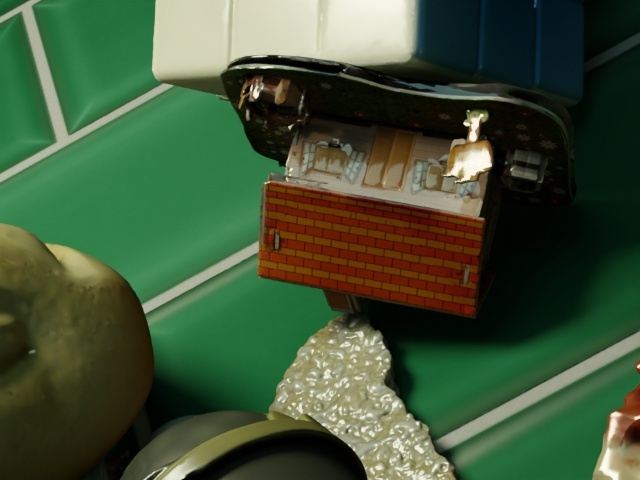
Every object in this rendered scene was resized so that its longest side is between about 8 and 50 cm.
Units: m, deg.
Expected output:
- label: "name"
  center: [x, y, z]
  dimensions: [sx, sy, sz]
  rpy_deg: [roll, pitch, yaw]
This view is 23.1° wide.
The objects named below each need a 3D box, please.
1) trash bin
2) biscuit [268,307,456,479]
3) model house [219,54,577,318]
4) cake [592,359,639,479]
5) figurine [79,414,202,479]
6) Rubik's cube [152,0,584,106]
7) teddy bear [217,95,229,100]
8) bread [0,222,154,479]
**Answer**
- label: "trash bin"
  center: [-0.029, 0.249, 1.087]
  dimensions: [0.214, 0.214, 0.334]
  rpy_deg: [-38, 45, -8]
- label: "biscuit"
  center: [0.019, 0.156, 1.286]
  dimensions: [0.133, 0.032, 0.250]
  rpy_deg: [-29, 39, 1]
- label: "model house"
  center: [0.053, -0.032, 1.299]
  dimensions: [0.294, 0.207, 0.154]
  rpy_deg: [10, 71, 13]
- label: "cake"
  center: [0.264, 0.262, 0.847]
  dimensions: [0.269, 0.270, 0.319]
  rpy_deg: [15, 59, 41]
- label: "figurine"
  center: [-0.133, 0.204, 1.293]
  dimensions: [0.197, 0.093, 0.147]
  rpy_deg: [-25, 17, 20]
- label: "Rubik's cube"
  center: [0.051, -0.271, 1.414]
  dimensions: [0.291, 0.290, 0.291]
  rpy_deg: [-1, 86, 37]
- label: "teddy bear"
  center: [-0.041, -0.188, 1.640]
  dimensions: [0.213, 0.111, 0.133]
  rpy_deg: [-21, 57, -26]
- label: "bread"
  center: [-0.342, 0.108, 1.308]
  dimensions: [0.376, 0.348, 0.253]
  rpy_deg: [-7, 75, 58]
